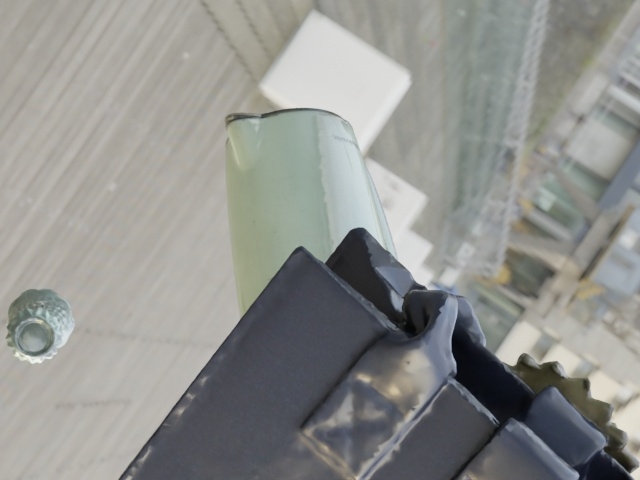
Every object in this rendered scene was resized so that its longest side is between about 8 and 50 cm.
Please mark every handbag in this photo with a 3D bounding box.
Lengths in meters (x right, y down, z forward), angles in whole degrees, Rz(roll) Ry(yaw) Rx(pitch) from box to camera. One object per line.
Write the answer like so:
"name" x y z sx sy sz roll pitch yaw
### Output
"handbag" 0.038 0.194 0.706 0.329 0.303 0.122 -54 165 24

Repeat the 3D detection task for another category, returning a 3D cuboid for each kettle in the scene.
"kettle" 0.000 0.000 1.442 0.165 0.255 0.240 -28 152 33

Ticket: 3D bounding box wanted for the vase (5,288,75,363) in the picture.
"vase" -0.326 0.102 1.550 0.081 0.081 0.149 -56 -171 -1
